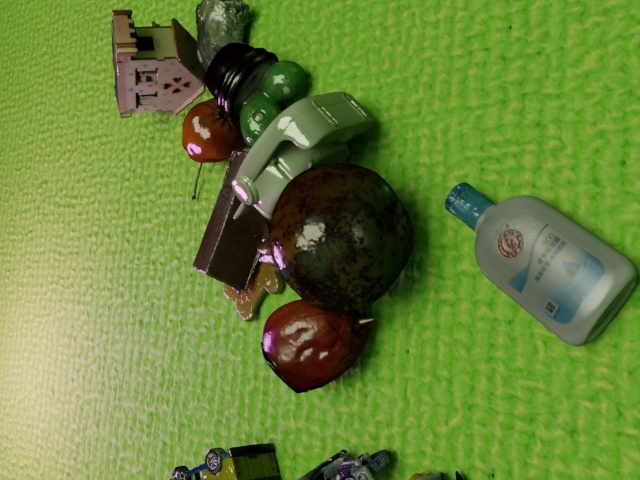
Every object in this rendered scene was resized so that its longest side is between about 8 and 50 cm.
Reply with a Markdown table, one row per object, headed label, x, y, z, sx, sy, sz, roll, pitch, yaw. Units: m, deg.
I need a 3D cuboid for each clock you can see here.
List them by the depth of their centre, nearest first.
| label | x | y | z | sx | sy | sz | roll | pitch | yaw |
| --- | --- | --- | --- | --- | --- | --- | --- | --- | --- |
| clock | -0.050 | -0.154 | 1.404 | 0.108 | 0.265 | 0.324 | 47 | 124 | 9 |

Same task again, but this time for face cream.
| label | x | y | z | sx | sy | sz | roll | pitch | yaw |
| --- | --- | --- | --- | --- | --- | --- | --- | --- | --- |
| face cream | 0.340 | 0.013 | 1.130 | 0.336 | 0.080 | 0.163 | 45 | 114 | 36 |

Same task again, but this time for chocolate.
| label | x | y | z | sx | sy | sz | roll | pitch | yaw |
| --- | --- | --- | --- | --- | --- | --- | --- | --- | --- |
| chocolate | -0.190 | -0.047 | 1.573 | 0.112 | 0.112 | 0.321 | 17 | 88 | 51 |

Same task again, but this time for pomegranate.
| label | x | y | z | sx | sy | sz | roll | pitch | yaw |
| --- | --- | --- | --- | --- | --- | --- | --- | --- | --- |
| pomegranate | 0.000 | 0.000 | 1.300 | 0.340 | 0.285 | 0.285 | -15 | 74 | 43 |

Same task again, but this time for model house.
| label | x | y | z | sx | sy | sz | roll | pitch | yaw |
| --- | --- | --- | --- | --- | --- | --- | --- | --- | --- |
| model house | -0.420 | -0.468 | 1.798 | 0.326 | 0.244 | 0.169 | 119 | 143 | -62 |

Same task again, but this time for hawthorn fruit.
| label | x | y | z | sx | sy | sz | roll | pitch | yaw |
| --- | --- | --- | --- | --- | --- | --- | --- | --- | --- |
| hawthorn fruit | 0.000 | 0.189 | 1.343 | 0.251 | 0.189 | 0.190 | -31 | 64 | 31 |
| hawthorn fruit | -0.284 | -0.225 | 1.724 | 0.165 | 0.165 | 0.285 | 64 | 146 | 28 |

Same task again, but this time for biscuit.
| label | x | y | z | sx | sy | sz | roll | pitch | yaw |
| --- | --- | --- | --- | --- | --- | --- | --- | --- | --- |
| biscuit | -0.137 | 0.075 | 1.588 | 0.234 | 0.030 | 0.153 | -55 | 53 | 21 |

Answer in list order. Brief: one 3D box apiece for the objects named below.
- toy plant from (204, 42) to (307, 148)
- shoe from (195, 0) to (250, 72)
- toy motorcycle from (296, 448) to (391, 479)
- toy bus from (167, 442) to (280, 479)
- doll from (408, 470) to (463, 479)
| label | x | y | z | sx | sy | sz | roll | pitch | yaw |
| --- | --- | --- | --- | --- | --- | --- | --- | --- | --- |
| toy plant | -0.147 | -0.337 | 1.578 | 0.235 | 0.175 | 0.218 | 37 | 101 | 14 |
| shoe | -0.231 | -0.529 | 1.709 | 0.149 | 0.109 | 0.293 | -39 | 55 | 38 |
| toy motorcycle | 0.013 | 0.480 | 1.309 | 0.270 | 0.159 | 0.106 | -39 | 81 | 33 |
| toy bus | -0.224 | 0.567 | 1.520 | 0.287 | 0.138 | 0.175 | -34 | 61 | 33 |
| doll | 0.250 | 0.480 | 1.105 | 0.177 | 0.141 | 0.314 | -53 | 32 | -15 |
